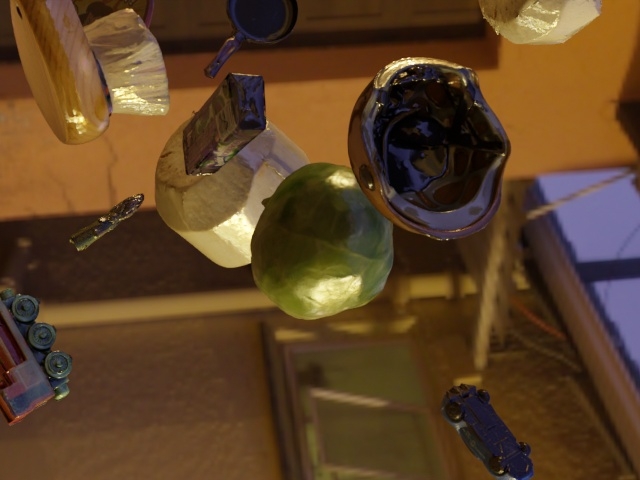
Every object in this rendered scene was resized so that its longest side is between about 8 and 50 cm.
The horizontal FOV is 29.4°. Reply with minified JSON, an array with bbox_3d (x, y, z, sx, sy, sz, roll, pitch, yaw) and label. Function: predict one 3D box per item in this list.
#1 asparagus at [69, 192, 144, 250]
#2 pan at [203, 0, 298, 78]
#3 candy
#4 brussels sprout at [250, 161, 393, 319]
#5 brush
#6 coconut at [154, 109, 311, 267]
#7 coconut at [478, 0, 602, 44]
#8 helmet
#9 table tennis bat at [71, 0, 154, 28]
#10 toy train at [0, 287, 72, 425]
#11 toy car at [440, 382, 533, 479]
[{"bbox_3d":[-0.380,-0.037,2.197,0.036,0.165,0.030,32,-32,31],"label":"asparagus"},{"bbox_3d":[-0.114,-0.313,1.828,0.212,0.115,0.040,-56,-170,-25],"label":"pan"},{"bbox_3d":[-0.148,-0.172,1.854,0.312,0.061,0.088,154,-69,-68],"label":"candy"},{"bbox_3d":[0.000,0.000,1.752,0.244,0.244,0.244,176,-90,-83],"label":"brussels sprout"},{"bbox_3d":[-0.319,-0.267,1.674,0.174,0.166,0.267,49,-23,39],"label":"brush"},{"bbox_3d":[-0.172,-0.105,2.457,0.323,0.322,0.323,176,-90,-83],"label":"coconut"},{"bbox_3d":[0.460,-0.519,2.505,0.245,0.247,0.245,9,-79,51],"label":"coconut"},{"bbox_3d":[0.119,-0.107,1.486,0.130,0.198,0.224,-13,-89,69],"label":"helmet"},{"bbox_3d":[-0.363,-0.429,2.062,0.038,0.200,0.310,32,75,-74],"label":"table tennis bat"},{"bbox_3d":[-0.427,0.158,1.713,0.176,0.118,0.074,59,-34,1],"label":"toy train"},{"bbox_3d":[0.300,0.356,2.211,0.216,0.103,0.063,53,-53,18],"label":"toy car"}]
